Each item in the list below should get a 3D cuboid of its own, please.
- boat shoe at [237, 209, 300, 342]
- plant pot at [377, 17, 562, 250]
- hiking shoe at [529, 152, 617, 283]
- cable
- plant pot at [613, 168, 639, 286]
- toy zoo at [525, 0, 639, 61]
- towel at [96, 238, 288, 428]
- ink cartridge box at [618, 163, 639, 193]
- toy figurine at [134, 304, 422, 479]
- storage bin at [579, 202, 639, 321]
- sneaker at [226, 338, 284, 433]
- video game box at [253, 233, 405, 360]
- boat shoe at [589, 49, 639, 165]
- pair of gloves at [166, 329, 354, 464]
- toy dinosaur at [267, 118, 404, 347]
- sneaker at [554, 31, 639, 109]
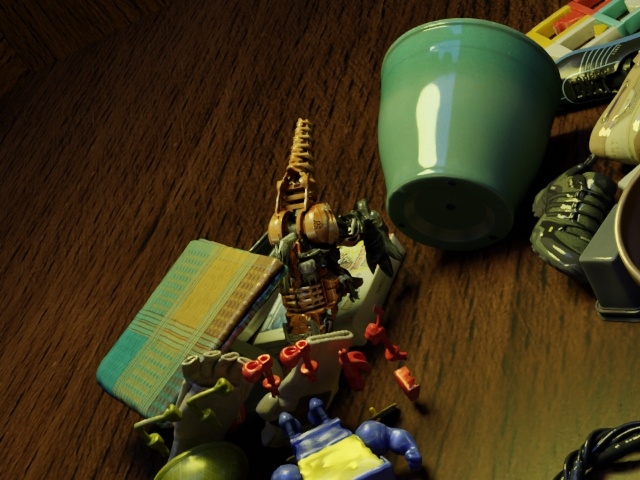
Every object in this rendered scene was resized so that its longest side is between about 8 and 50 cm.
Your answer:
[{"bbox_3d":[-0.118,0.068,2.095,0.306,0.105,0.113,-43,27,-15],"label":"boat shoe"},{"bbox_3d":[0.201,-0.136,1.906,0.272,0.272,0.255,-15,46,35],"label":"plant pot"},{"bbox_3d":[0.336,-0.036,1.720,0.114,0.086,0.227,-55,16,28],"label":"hiking shoe"},{"bbox_3d":[0.298,0.253,1.366,0.184,0.047,0.150,-40,27,-8],"label":"cable"},{"bbox_3d":[0.462,-0.004,1.490,0.237,0.109,0.237,-15,52,20],"label":"plant pot"},{"bbox_3d":[0.470,-0.374,2.219,0.293,0.030,0.192,-35,26,0],"label":"toy zoo"},{"bbox_3d":[-0.188,0.121,1.824,0.271,0.040,0.370,-54,20,-10],"label":"towel"},{"bbox_3d":[0.562,-0.111,1.639,0.296,0.066,0.261,-40,25,-8],"label":"ink cartridge box"},{"bbox_3d":[-0.013,0.264,1.552,0.363,0.191,0.217,-23,40,-13],"label":"toy figurine"},{"bbox_3d":[0.382,0.020,1.604,0.098,0.091,0.135,0,44,50],"label":"storage bin"},{"bbox_3d":[-0.199,0.198,1.909,0.148,0.131,0.350,-22,16,-32],"label":"sneaker"},{"bbox_3d":[0.014,0.086,1.976,0.187,0.048,0.205,-12,35,33],"label":"video game box"},{"bbox_3d":[0.491,-0.244,1.867,0.110,0.121,0.341,8,50,45],"label":"boat shoe"},{"bbox_3d":[-0.080,0.200,1.665,0.240,0.204,0.042,-11,46,-28],"label":"pair of gloves"},{"bbox_3d":[0.000,0.000,1.829,0.164,0.218,0.321,14,92,28],"label":"toy dinosaur"},{"bbox_3d":[0.431,-0.253,2.008,0.232,0.081,0.090,-23,22,20],"label":"sneaker"}]
